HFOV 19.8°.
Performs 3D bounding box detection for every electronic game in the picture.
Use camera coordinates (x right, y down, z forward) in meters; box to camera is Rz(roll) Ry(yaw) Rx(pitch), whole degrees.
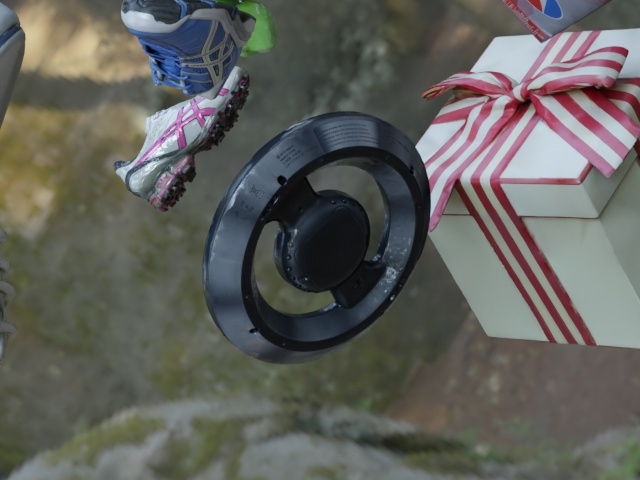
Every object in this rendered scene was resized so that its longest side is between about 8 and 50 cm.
[{"bbox_3d":[0.000,0.000,1.544,0.048,0.229,0.229,36,96,46],"label":"electronic game"}]

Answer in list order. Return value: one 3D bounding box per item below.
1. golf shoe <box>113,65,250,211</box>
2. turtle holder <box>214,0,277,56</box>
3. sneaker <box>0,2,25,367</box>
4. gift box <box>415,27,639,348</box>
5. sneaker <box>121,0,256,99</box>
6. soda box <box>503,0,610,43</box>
[{"bbox_3d":[-0.151,-0.126,2.023,0.186,0.086,0.067,-53,-12,-12],"label":"golf shoe"},{"bbox_3d":[-0.173,-0.377,2.223,0.227,0.243,0.320,-134,42,-59],"label":"turtle holder"},{"bbox_3d":[-0.170,0.020,0.791,0.258,0.091,0.094,-63,-2,20],"label":"sneaker"},{"bbox_3d":[0.241,-0.050,1.767,0.255,0.258,0.276,-3,40,40],"label":"gift box"},{"bbox_3d":[-0.107,-0.160,1.502,0.211,0.080,0.081,4,-76,-73],"label":"sneaker"},{"bbox_3d":[0.204,-0.229,1.403,0.092,0.083,0.263,-44,4,-7],"label":"soda box"}]
